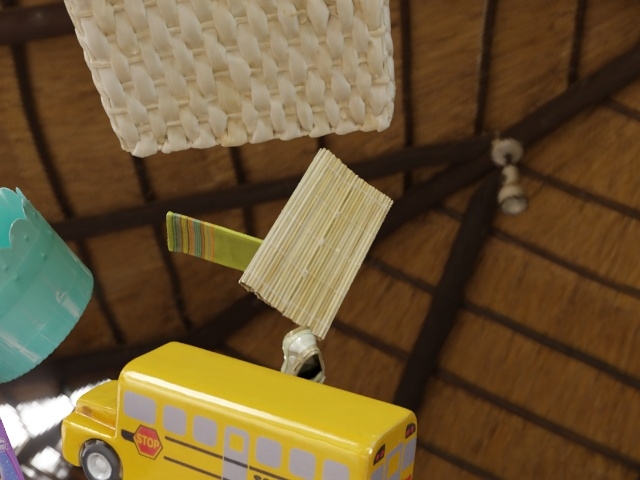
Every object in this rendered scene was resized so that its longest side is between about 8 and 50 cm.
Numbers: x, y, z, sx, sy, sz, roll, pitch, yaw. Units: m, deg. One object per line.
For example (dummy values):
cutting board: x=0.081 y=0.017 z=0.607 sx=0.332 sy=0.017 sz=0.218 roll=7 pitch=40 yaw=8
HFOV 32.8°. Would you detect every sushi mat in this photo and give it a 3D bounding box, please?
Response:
sushi mat: x=0.000 y=0.000 z=1.671 sx=0.151 sy=0.316 sz=0.019 roll=39 pitch=-40 yaw=-12

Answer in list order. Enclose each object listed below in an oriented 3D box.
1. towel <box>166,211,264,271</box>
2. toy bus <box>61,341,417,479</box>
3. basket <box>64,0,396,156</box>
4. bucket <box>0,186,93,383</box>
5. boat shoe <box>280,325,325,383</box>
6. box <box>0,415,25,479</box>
towel: x=-0.156 y=0.016 z=1.884 sx=0.237 sy=0.021 sz=0.102 roll=17 pitch=-35 yaw=11
toy bus: x=-0.084 y=0.186 z=1.017 sx=0.333 sy=0.108 sz=0.130 roll=13 pitch=-71 yaw=27
basket: x=-0.087 y=-0.298 z=1.129 sx=0.329 sy=0.266 sz=0.331 roll=-6 pitch=-39 yaw=2
bucket: x=-0.506 y=0.076 z=1.701 sx=0.281 sy=0.281 sz=0.183 roll=-4 pitch=-44 yaw=45
boat shoe: x=-0.019 y=0.174 z=1.466 sx=0.048 sy=0.056 sz=0.153 roll=55 pitch=-21 yaw=33
box: x=-0.515 y=0.357 z=1.567 sx=0.057 sy=0.201 sz=0.293 roll=-14 pitch=-81 yaw=22
